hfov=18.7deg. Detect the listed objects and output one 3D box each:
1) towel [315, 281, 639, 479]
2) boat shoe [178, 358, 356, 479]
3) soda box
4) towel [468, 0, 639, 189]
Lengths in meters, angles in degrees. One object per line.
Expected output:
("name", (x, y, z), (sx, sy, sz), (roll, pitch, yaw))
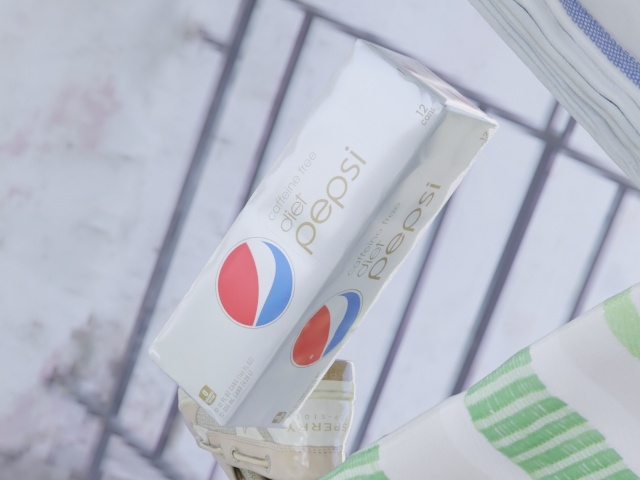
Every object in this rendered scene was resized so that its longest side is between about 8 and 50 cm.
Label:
("towel", (0.116, 0.143, 0.601), (0.248, 0.325, 0.038), (49, 50, -3))
("boat shoe", (-0.042, 0.150, 1.457), (0.109, 0.098, 0.302), (0, -10, -16))
("soda box", (0.000, 0.000, 1.066), (0.069, 0.216, 0.074), (40, 14, 26))
("towel", (0.161, -0.174, 0.839), (0.209, 0.285, 0.034), (48, -28, -12))
